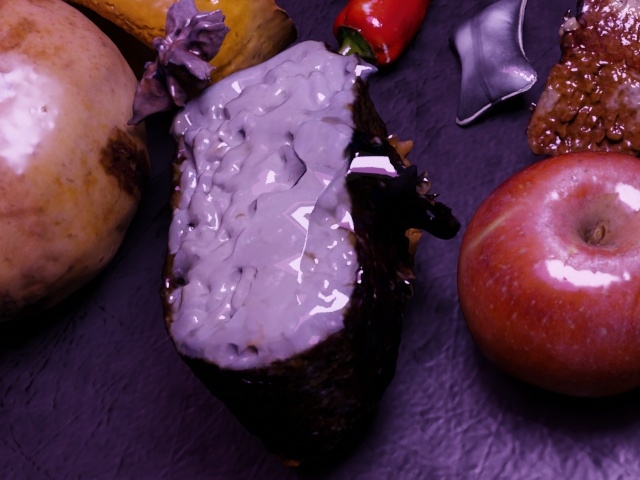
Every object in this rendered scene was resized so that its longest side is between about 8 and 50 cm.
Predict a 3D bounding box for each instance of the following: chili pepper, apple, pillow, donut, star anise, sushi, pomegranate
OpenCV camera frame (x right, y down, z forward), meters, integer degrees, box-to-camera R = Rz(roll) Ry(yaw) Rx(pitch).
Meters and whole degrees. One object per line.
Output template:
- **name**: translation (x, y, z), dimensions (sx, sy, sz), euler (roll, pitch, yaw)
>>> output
- **chili pepper**: translation (0.067, -0.290, 1.293), dimensions (0.137, 0.092, 0.368), euler (-16, 41, 30)
- **apple**: translation (0.208, 0.031, 0.949), dimensions (0.201, 0.162, 0.201), euler (-2, 55, 2)
- **pillow**: translation (0.169, -0.182, 1.183), dimensions (0.091, 0.055, 0.136), euler (-8, 50, 15)
- **donut**: translation (0.275, -0.160, 1.103), dimensions (0.126, 0.144, 0.186), euler (19, 31, 22)
- **donut**: translation (-0.169, -0.230, 1.203), dimensions (0.277, 0.277, 0.108), euler (24, 78, 31)
- **star anise**: translation (-0.124, -0.170, 1.055), dimensions (0.124, 0.056, 0.129), euler (-24, 47, 43)
- **sushi**: translation (0.000, 0.000, 0.998), dimensions (0.234, 0.207, 0.348), euler (-13, 49, 21)
- **pomegranate**: translation (-0.312, -0.078, 1.114), dimensions (0.322, 0.322, 0.322), euler (-9, 52, 11)
